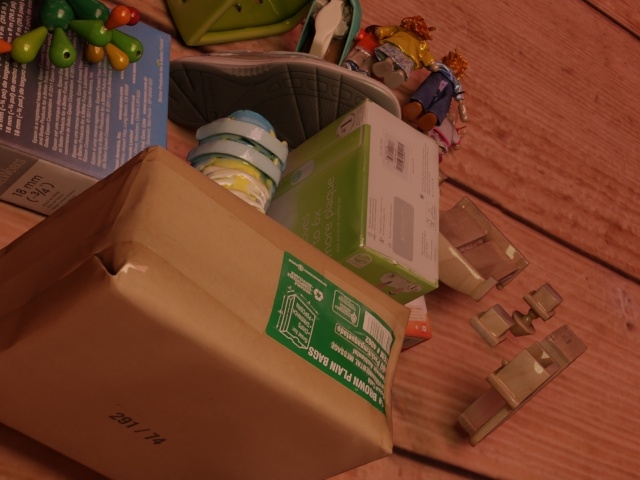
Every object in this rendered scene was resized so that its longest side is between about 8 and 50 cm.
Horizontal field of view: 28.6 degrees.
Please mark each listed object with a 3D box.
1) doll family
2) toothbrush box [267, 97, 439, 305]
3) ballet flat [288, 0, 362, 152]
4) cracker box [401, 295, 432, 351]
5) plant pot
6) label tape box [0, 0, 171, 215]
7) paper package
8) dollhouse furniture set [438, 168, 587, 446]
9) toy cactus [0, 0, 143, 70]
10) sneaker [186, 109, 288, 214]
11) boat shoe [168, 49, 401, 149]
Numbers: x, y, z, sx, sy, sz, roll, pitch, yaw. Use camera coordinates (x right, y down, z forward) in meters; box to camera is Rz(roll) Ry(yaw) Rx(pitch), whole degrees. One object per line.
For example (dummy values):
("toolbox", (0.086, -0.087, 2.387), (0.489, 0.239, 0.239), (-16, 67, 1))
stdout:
("doll family", (0.157, -0.249, 1.896), (0.263, 0.118, 0.163), (46, 42, -14))
("toothbrush box", (0.000, 0.000, 1.467), (0.122, 0.283, 0.206), (27, 50, -30))
("ballet flat", (-0.010, -0.237, 1.691), (0.087, 0.083, 0.247), (55, 52, -71))
("cracker box", (0.055, 0.025, 1.671), (0.156, 0.067, 0.232), (11, 59, -42))
("plant pot", (-0.094, -0.411, 1.672), (0.227, 0.228, 0.207), (-20, 75, -51))
("label tape box", (-0.331, -0.171, 1.377), (0.334, 0.106, 0.240), (21, 53, -34))
("paper package", (-0.132, 0.102, 1.173), (0.325, 0.309, 0.168), (35, 47, -27))
("dollhouse furniture set", (0.165, 0.081, 1.703), (0.355, 0.174, 0.303), (48, 21, 12))
("toy cactus", (-0.284, -0.263, 1.334), (0.219, 0.112, 0.180), (8, 50, -32))
("sneaker", (-0.097, -0.054, 1.349), (0.127, 0.319, 0.208), (24, 82, -14))
("boat shoe", (-0.045, -0.182, 1.546), (0.103, 0.321, 0.118), (-47, 139, -53))
